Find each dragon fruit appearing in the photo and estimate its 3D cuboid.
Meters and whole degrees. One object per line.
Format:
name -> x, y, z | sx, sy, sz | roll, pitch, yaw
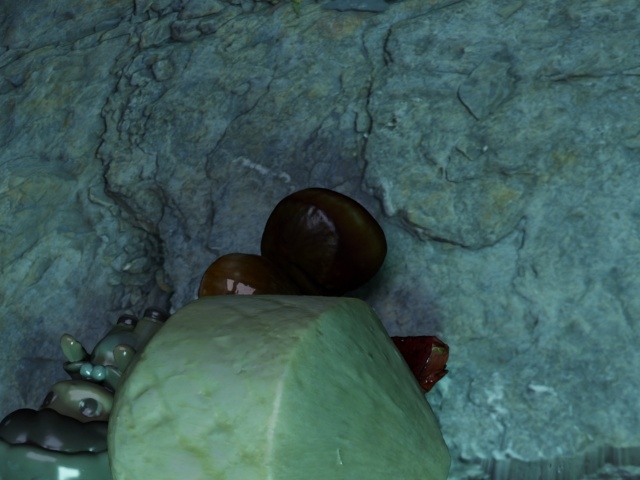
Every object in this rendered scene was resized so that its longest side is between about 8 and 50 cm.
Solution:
dragon fruit -> 0.119, 0.190, 1.094 | 0.162, 0.083, 0.106 | -10, 60, 50

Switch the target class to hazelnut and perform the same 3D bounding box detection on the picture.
hazelnut -> 0.000, 0.000, 1.226 | 0.204, 0.178, 0.178 | -23, 44, 48
hazelnut -> -0.096, 0.084, 1.152 | 0.150, 0.150, 0.150 | -12, 54, 17

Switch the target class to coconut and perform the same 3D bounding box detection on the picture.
coconut -> -0.042, 0.253, 0.952 | 0.415, 0.415, 0.344 | 3, 35, 26

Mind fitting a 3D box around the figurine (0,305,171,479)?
figurine -> -0.347, 0.267, 1.191 | 0.248, 0.203, 0.380 | 7, 49, 21
